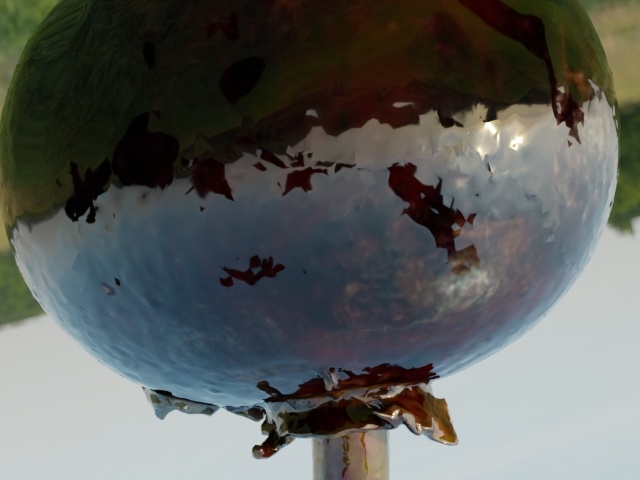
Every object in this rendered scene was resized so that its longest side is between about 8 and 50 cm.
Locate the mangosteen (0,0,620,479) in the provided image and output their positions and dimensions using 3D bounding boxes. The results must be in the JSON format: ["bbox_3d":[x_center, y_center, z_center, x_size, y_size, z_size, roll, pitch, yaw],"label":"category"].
[{"bbox_3d":[0.000,0.000,0.599,0.236,0.261,0.235,-8,178,0],"label":"mangosteen"}]
